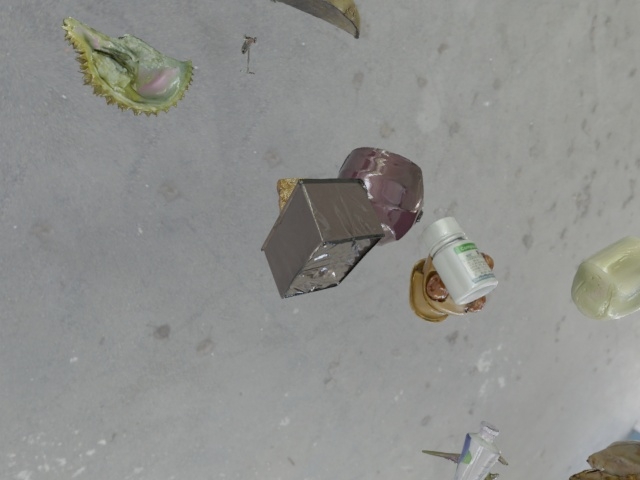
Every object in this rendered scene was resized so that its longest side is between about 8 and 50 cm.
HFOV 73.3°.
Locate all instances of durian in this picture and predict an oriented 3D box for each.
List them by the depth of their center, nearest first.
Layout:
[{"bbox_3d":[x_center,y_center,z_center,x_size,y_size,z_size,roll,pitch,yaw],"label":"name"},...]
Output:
[{"bbox_3d":[-0.457,-0.400,1.026,0.306,0.172,0.166,15,126,-44],"label":"durian"}]

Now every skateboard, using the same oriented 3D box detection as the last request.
[{"bbox_3d":[-0.163,-0.398,0.943,0.032,0.064,0.083,5,79,-25],"label":"skateboard"}]

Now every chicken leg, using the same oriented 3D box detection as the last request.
[{"bbox_3d":[0.654,0.527,0.867,0.294,0.182,0.409,-9,165,5],"label":"chicken leg"}]

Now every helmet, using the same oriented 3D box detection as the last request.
[{"bbox_3d":[0.152,-0.092,1.232,0.338,0.270,0.197,89,24,-54],"label":"helmet"}]

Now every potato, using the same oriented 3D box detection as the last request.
[{"bbox_3d":[0.008,-0.643,1.121,0.261,0.120,0.100,20,88,-10],"label":"potato"}]

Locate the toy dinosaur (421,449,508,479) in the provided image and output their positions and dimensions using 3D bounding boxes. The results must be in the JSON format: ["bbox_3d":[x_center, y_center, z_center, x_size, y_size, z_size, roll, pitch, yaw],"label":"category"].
[{"bbox_3d":[0.441,0.679,1.293,0.200,0.251,0.072,-50,140,9],"label":"toy dinosaur"}]

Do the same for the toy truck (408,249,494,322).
[{"bbox_3d":[0.442,0.138,1.482,0.204,0.211,0.288,21,73,-15],"label":"toy truck"}]

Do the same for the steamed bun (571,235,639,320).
[{"bbox_3d":[0.835,0.126,1.216,0.199,0.155,0.250,-27,131,-6],"label":"steamed bun"}]

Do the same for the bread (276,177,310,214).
[{"bbox_3d":[-0.088,-0.146,1.661,0.158,0.149,0.143,-10,146,-11],"label":"bread"}]

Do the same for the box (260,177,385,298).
[{"bbox_3d":[0.000,0.000,0.968,0.188,0.153,0.252,-6,150,-36],"label":"box"}]

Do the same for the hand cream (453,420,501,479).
[{"bbox_3d":[0.231,0.345,0.653,0.084,0.053,0.142,19,96,-48],"label":"hand cream"}]

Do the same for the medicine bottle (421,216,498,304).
[{"bbox_3d":[0.400,0.057,1.262,0.139,0.237,0.139,-18,152,-10],"label":"medicine bottle"}]
